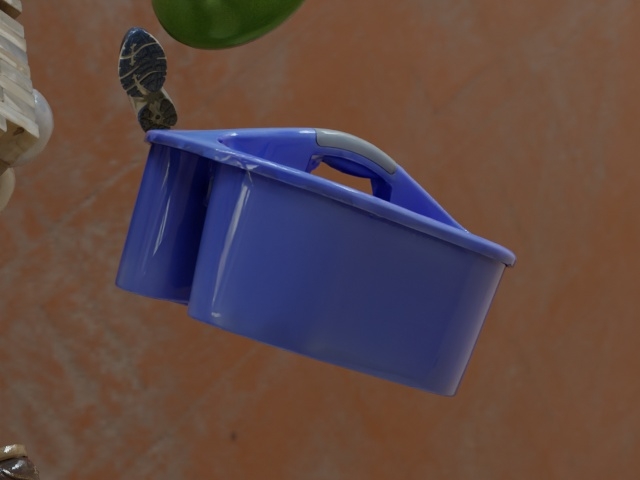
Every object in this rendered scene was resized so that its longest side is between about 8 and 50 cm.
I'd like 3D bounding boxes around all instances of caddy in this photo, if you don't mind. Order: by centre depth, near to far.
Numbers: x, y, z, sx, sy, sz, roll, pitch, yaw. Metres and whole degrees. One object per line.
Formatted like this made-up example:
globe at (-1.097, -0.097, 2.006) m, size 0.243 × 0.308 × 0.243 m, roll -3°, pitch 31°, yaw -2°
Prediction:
caddy at (0.000, 0.000, 1.366) m, size 0.341 × 0.241 × 0.179 m, roll 20°, pitch 89°, yaw -39°

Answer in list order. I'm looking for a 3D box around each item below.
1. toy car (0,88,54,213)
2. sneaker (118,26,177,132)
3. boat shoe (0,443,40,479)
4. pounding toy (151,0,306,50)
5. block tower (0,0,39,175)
toy car at (-0.332, -0.079, 1.461) m, size 0.159 × 0.182 × 0.136 m, roll 28°, pitch 33°, yaw -19°
sneaker at (-0.186, -0.170, 1.713) m, size 0.052 × 0.058 × 0.135 m, roll -21°, pitch 141°, yaw -13°
boat shoe at (-0.341, 0.240, 1.503) m, size 0.207 × 0.073 × 0.073 m, roll -11°, pitch 71°, yaw -36°
pounding toy at (-0.074, -0.297, 1.579) m, size 0.110 × 0.237 × 0.183 m, roll 52°, pitch 9°, yaw -51°
block tower at (-0.272, -0.155, 1.179) m, size 0.091 × 0.097 × 0.335 m, roll 35°, pitch 25°, yaw -36°
